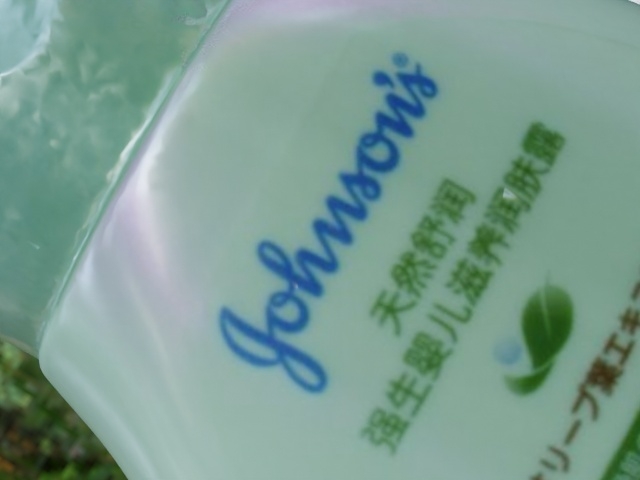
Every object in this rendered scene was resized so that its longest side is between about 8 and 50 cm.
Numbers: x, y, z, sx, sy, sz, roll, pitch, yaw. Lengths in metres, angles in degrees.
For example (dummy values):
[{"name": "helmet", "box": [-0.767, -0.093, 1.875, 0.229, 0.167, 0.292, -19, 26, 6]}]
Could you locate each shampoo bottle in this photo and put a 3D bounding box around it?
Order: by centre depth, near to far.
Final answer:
[{"name": "shampoo bottle", "box": [0.000, 0.000, 0.534, 0.221, 0.350, 0.151, -60, -1, -6]}]

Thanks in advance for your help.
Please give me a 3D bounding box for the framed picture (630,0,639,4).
[{"name": "framed picture", "box": [0.091, -0.104, 0.625, 0.109, 0.149, 0.011, -39, -10, 10]}]
